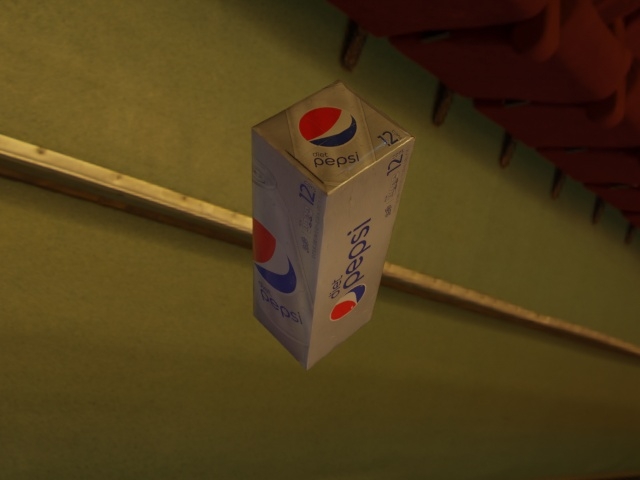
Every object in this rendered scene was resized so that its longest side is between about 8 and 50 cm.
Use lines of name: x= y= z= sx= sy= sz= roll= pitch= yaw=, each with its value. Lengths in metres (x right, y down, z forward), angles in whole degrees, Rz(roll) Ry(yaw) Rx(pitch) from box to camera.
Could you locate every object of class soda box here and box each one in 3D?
soda box: x=0.000 y=0.000 z=0.694 sx=0.098 sy=0.091 sz=0.286 roll=-35 pitch=154 yaw=-26
